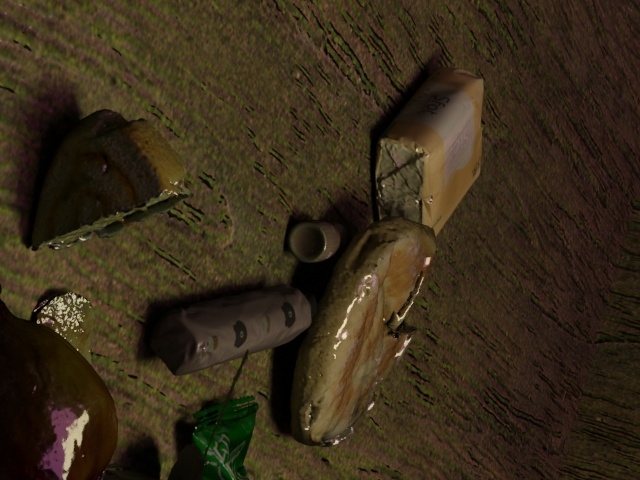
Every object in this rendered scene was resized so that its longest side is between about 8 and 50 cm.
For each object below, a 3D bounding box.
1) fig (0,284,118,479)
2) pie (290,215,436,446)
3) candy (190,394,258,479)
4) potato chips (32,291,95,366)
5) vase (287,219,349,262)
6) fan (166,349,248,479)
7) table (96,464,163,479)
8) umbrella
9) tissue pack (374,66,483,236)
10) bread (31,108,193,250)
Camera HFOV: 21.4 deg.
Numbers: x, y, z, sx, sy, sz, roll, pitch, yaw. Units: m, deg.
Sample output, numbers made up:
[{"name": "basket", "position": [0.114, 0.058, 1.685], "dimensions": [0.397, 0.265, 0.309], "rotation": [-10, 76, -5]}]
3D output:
[{"name": "fig", "position": [-0.266, 0.123, 1.492], "dimensions": [0.170, 0.145, 0.274], "rotation": [-38, 123, -58]}, {"name": "pie", "position": [0.049, 0.124, 2.213], "dimensions": [0.337, 0.075, 0.337], "rotation": [-48, 154, -34]}, {"name": "candy", "position": [-0.114, 0.288, 1.980], "dimensions": [0.141, 0.078, 0.203], "rotation": [-26, 114, -74]}, {"name": "potato chips", "position": [-0.255, 0.150, 1.654], "dimensions": [0.209, 0.026, 0.142], "rotation": [83, 27, -43]}, {"name": "vase", "position": [0.000, 0.000, 2.112], "dimensions": [0.101, 0.053, 0.053], "rotation": [-6, 107, -70]}, {"name": "fan", "position": [-0.130, 0.253, 1.803], "dimensions": [0.191, 0.009, 0.329], "rotation": [-112, -139, -63]}, {"name": "table", "position": [-0.194, 0.285, 1.783], "dimensions": [0.062, 0.083, 0.079], "rotation": [18, 86, -67]}, {"name": "umbrella", "position": [-0.089, 0.096, 1.939], "dimensions": [0.073, 0.067, 0.337], "rotation": [61, 24, 9]}, {"name": "tissue pack", "position": [0.155, -0.116, 2.353], "dimensions": [0.222, 0.090, 0.186], "rotation": [-49, 146, -47]}, {"name": "bread", "position": [-0.207, -0.061, 1.569], "dimensions": [0.110, 0.156, 0.103], "rotation": [68, 20, 1]}]
